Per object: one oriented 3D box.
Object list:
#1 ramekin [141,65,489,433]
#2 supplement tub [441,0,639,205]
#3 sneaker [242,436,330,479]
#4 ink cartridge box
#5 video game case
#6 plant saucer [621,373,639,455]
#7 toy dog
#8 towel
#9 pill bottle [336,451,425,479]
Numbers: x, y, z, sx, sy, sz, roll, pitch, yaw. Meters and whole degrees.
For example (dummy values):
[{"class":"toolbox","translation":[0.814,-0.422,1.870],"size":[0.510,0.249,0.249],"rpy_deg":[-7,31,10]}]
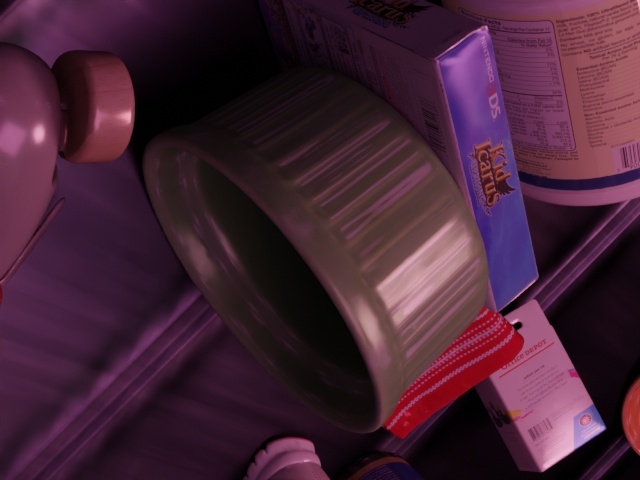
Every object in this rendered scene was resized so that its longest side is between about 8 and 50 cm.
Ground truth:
[{"class":"ramekin","translation":[0.000,0.000,0.999],"size":[0.148,0.303,0.303],"rpy_deg":[-38,133,-21]},{"class":"supplement tub","translation":[0.229,-0.218,1.063],"size":[0.235,0.235,0.324],"rpy_deg":[-34,132,-14]},{"class":"sneaker","translation":[-0.062,0.346,1.293],"size":[0.103,0.111,0.252],"rpy_deg":[16,107,-41]},{"class":"ink cartridge box","translation":[0.249,0.173,1.411],"size":[0.104,0.061,0.181],"rpy_deg":[-29,92,-19]},{"class":"video game case","translation":[0.065,-0.097,1.013],"size":[0.061,0.244,0.269],"rpy_deg":[-37,133,-20]},{"class":"plant saucer","translation":[0.521,0.240,1.635],"size":[0.200,0.037,0.200],"rpy_deg":[6,117,11]},{"class":"toy dog","translation":[-0.275,-0.040,0.900],"size":[0.220,0.161,0.333],"rpy_deg":[20,119,-45]},{"class":"towel","translation":[0.086,0.110,1.270],"size":[0.199,0.031,0.275],"rpy_deg":[-37,135,13]},{"class":"pill bottle","translation":[0.110,0.351,1.347],"size":[0.123,0.219,0.122],"rpy_deg":[-18,126,-27]}]
